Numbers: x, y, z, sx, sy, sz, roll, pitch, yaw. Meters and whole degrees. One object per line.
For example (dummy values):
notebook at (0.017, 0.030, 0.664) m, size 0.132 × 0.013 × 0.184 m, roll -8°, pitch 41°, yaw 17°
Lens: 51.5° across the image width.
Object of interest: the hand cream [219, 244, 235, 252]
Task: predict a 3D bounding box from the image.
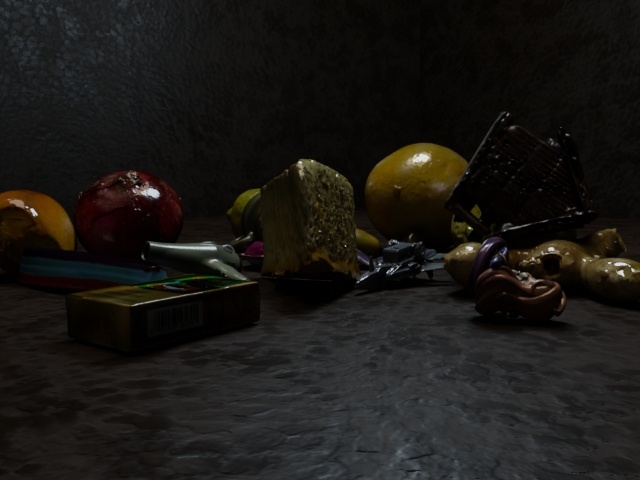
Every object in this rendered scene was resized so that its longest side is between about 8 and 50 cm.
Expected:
hand cream at (-0.288, 0.040, 1.727) m, size 0.076 × 0.047 × 0.174 m, roll -7°, pitch 0°, yaw -43°

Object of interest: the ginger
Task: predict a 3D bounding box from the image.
ginger at (0.446, 0.049, 1.307) m, size 0.362 × 0.122 × 0.348 m, roll -4°, pitch 2°, yaw 23°

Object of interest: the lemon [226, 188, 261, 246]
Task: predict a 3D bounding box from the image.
lemon at (-0.163, -0.062, 1.995) m, size 0.248 × 0.184 × 0.184 m, roll 8°, pitch 6°, yaw 2°

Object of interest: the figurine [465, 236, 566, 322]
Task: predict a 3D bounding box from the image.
figurine at (0.296, 0.080, 1.033) m, size 0.114 × 0.126 × 0.157 m, roll -36°, pitch 60°, yaw -17°

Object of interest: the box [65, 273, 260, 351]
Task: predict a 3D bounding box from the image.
box at (-0.225, 0.099, 0.974) m, size 0.159 × 0.071 × 0.240 m, roll 1°, pitch 5°, yaw 38°

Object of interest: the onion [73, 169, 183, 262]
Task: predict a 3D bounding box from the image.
onion at (-0.490, -0.061, 1.704) m, size 0.275 × 0.277 × 0.276 m, roll 0°, pitch 6°, yaw 0°

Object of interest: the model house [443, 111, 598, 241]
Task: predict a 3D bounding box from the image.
model house at (0.452, -0.098, 1.444) m, size 0.282 × 0.297 × 0.317 m, roll 31°, pitch 8°, yaw 12°

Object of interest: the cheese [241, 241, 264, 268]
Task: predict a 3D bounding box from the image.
cheese at (-0.123, 0.033, 1.661) m, size 0.155 × 0.062 × 0.244 m, roll 0°, pitch 3°, yaw -7°

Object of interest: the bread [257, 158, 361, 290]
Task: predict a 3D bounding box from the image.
bread at (-0.068, -0.024, 1.320) m, size 0.278 × 0.249 × 0.315 m, roll -3°, pitch -9°, yaw 27°

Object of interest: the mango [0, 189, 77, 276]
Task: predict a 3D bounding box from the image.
mango at (-0.665, -0.005, 1.561) m, size 0.201 × 0.199 × 0.350 m, roll 26°, pitch -7°, yaw 4°

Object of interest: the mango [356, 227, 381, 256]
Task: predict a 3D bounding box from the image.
mango at (0.081, 0.003, 1.808) m, size 0.163 × 0.090 × 0.111 m, roll 11°, pitch 9°, yaw 25°

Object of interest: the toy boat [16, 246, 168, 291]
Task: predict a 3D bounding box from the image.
toy boat at (-0.477, 0.066, 1.344) m, size 0.391 × 0.080 × 0.136 m, roll 6°, pitch 7°, yaw 27°

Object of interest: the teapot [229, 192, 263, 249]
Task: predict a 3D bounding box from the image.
teapot at (-0.129, -0.043, 1.825) m, size 0.267 × 0.186 × 0.175 m, roll -30°, pitch 10°, yaw -13°

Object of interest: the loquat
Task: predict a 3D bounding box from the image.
loquat at (0.279, -0.101, 1.874) m, size 0.328 × 0.329 × 0.360 m, roll 2°, pitch 49°, yaw 24°

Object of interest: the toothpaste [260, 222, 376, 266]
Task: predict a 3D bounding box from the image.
toothpaste at (0.000, 0.000, 1.626) m, size 0.299 × 0.073 × 0.114 m, roll 23°, pitch 5°, yaw 3°

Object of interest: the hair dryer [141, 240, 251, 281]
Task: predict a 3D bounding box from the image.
hair dryer at (-0.249, 0.051, 1.334) m, size 0.218 × 0.089 × 0.225 m, roll 14°, pitch 7°, yaw -20°

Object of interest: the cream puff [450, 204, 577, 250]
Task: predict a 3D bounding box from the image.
cream puff at (0.492, -0.073, 1.668) m, size 0.323 × 0.270 × 0.274 m, roll -8°, pitch 13°, yaw -25°

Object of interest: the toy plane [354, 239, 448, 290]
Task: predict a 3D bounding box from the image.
toy plane at (0.147, 0.048, 1.351) m, size 0.212 × 0.088 × 0.267 m, roll 4°, pitch 7°, yaw 39°
